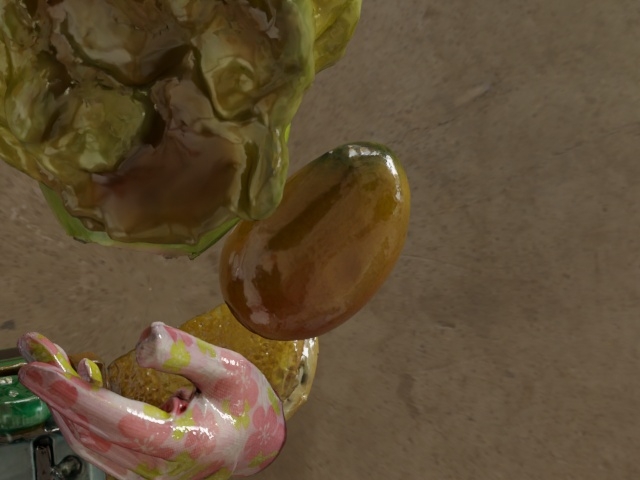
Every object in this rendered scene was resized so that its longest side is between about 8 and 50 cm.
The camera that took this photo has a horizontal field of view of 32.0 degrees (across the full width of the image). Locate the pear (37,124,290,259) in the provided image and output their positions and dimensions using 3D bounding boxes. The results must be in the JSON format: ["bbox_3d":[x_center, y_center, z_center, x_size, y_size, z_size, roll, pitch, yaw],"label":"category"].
[{"bbox_3d":[-0.114,-0.102,0.789,0.188,0.187,0.219,10,93,-8],"label":"pear"}]

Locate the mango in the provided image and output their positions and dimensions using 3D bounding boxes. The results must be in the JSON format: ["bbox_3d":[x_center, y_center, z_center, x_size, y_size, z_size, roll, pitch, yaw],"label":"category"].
[{"bbox_3d":[0.002,0.005,1.081,0.221,0.120,0.151,-40,122,4],"label":"mango"}]

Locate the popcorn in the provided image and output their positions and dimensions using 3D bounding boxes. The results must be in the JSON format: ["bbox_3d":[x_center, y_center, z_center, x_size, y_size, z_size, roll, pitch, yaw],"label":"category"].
[{"bbox_3d":[-0.085,-0.097,0.483,0.198,0.155,0.197,7,127,9],"label":"popcorn"}]

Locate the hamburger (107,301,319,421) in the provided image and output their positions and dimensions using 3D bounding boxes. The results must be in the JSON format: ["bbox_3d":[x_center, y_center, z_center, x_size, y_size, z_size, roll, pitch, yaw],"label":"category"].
[{"bbox_3d":[-0.124,0.184,1.363,0.283,0.144,0.156,-27,65,3],"label":"hamburger"}]

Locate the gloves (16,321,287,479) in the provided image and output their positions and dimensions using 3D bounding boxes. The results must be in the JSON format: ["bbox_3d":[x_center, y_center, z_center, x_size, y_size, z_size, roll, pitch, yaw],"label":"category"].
[{"bbox_3d":[-0.134,0.138,0.878,0.241,0.145,0.126,12,70,-50],"label":"gloves"}]

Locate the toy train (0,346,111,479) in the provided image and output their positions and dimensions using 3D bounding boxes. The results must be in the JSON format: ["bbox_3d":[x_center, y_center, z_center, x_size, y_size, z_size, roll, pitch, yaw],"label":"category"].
[{"bbox_3d":[-0.381,0.204,1.074,0.429,0.249,0.178,-7,105,-25],"label":"toy train"}]
